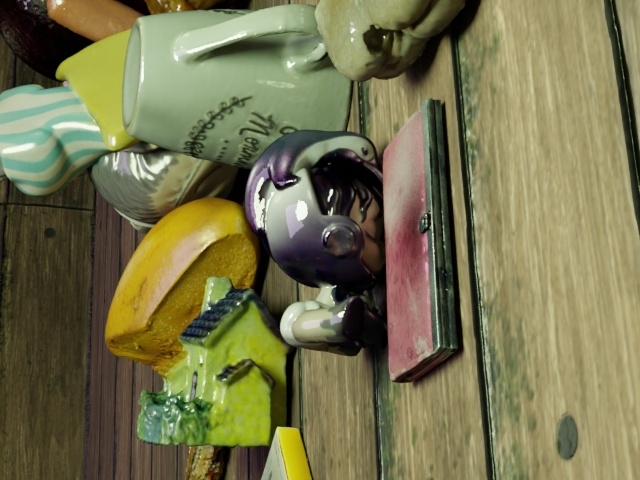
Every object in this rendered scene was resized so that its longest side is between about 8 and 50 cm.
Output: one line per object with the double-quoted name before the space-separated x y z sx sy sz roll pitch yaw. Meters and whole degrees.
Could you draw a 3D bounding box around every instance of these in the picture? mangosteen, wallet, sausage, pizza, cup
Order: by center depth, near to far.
"wallet" 0.085 0.003 1.132 0.119 0.025 0.232 128 144 -62
"cup" -0.088 -0.189 1.409 0.258 0.234 0.186 131 140 -60
"pizza" -0.163 0.299 1.838 0.195 0.052 0.185 109 166 -52
"sausage" -0.268 -0.296 1.950 0.079 0.327 0.087 -47 13 55
"mangosteen" -0.351 -0.385 2.139 0.382 0.382 0.434 166 89 -73

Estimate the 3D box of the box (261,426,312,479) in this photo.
"box" -0.053 0.348 1.487 0.129 0.033 0.247 -108 28 -51

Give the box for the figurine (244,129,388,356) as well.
"figurine" 0.000 0.000 1.234 0.145 0.145 0.222 139 132 -67

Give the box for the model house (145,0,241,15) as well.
"model house" -0.206 -0.413 1.903 0.199 0.220 0.229 -5 71 61

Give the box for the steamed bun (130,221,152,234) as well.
"steamed bun" -0.273 -0.096 2.222 0.183 0.106 0.182 -172 90 -75

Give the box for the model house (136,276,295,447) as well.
"model house" -0.130 0.147 1.566 0.194 0.170 0.211 167 108 -75

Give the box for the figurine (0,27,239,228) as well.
"figurine" -0.273 -0.084 1.854 0.266 0.362 0.377 -106 -1 -49

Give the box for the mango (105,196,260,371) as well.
"mango" -0.186 0.063 1.757 0.199 0.201 0.350 50 136 20

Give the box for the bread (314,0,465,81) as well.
"bread" 0.079 -0.288 1.100 0.183 0.102 0.337 -116 34 -60
